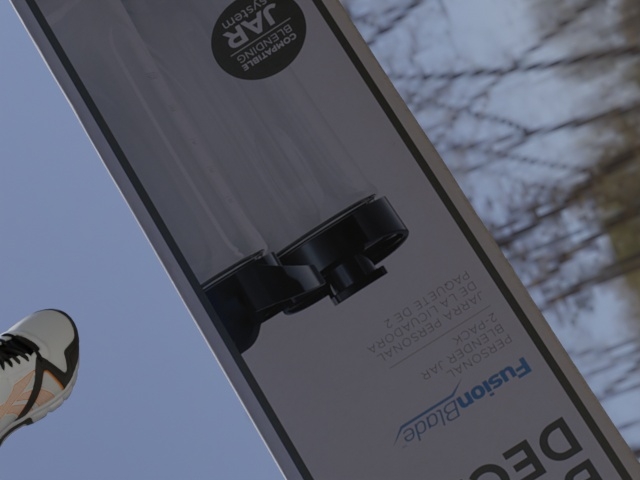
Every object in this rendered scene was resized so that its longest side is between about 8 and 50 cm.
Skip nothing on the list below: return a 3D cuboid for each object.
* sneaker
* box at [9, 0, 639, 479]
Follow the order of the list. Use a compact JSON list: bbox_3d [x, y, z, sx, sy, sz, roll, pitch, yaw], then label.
[{"bbox_3d":[-0.136,0.059,0.762,0.109,0.040,0.044,-52,-22,-49],"label":"sneaker"},{"bbox_3d":[0.000,0.000,0.588,0.290,0.087,0.169,58,180,17],"label":"box"}]
